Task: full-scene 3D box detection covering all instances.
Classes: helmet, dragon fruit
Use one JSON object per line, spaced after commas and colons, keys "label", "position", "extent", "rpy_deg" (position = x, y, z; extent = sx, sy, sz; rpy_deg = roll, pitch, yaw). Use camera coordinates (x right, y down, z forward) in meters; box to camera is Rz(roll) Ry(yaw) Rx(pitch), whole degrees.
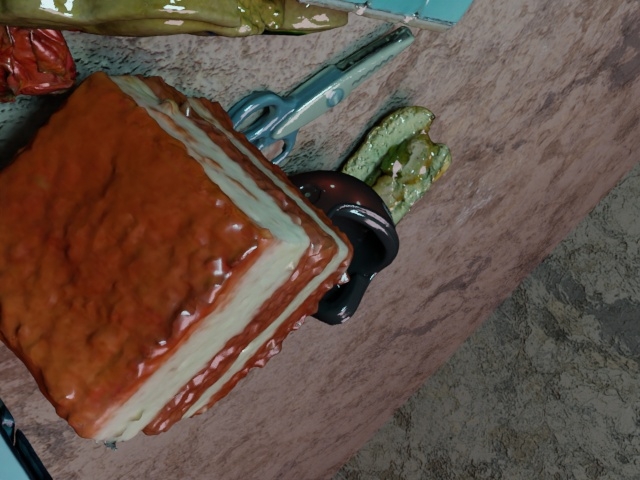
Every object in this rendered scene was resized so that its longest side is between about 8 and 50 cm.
{"label": "helmet", "position": [0.000, 0.000, 1.232], "extent": [0.216, 0.193, 0.189], "rpy_deg": [-17, 139, 12]}
{"label": "dragon fruit", "position": [-0.260, -0.149, 0.719], "extent": [0.106, 0.083, 0.162], "rpy_deg": [-33, 158, -13]}

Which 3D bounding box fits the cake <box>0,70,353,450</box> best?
{"label": "cake", "position": [-0.158, 0.010, 0.872], "extent": [0.269, 0.270, 0.319], "rpy_deg": [-46, 168, 7]}

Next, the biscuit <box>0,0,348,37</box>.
{"label": "biscuit", "position": [-0.108, -0.174, 0.659], "extent": [0.320, 0.183, 0.047], "rpy_deg": [-14, 112, -46]}

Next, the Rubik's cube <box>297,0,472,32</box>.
{"label": "Rubik's cube", "position": [0.040, -0.325, 0.687], "extent": [0.225, 0.221, 0.231], "rpy_deg": [-8, 140, -52]}

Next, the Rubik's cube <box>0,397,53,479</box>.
{"label": "Rubik's cube", "position": [-0.464, 0.288, 0.915], "extent": [0.293, 0.288, 0.283], "rpy_deg": [-28, 153, -34]}

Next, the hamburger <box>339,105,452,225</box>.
{"label": "hamburger", "position": [0.098, -0.096, 1.338], "extent": [0.262, 0.124, 0.131], "rpy_deg": [-48, 180, 27]}

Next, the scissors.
{"label": "scissors", "position": [0.000, -0.184, 1.104], "extent": [0.289, 0.041, 0.138], "rpy_deg": [-37, 149, -9]}
